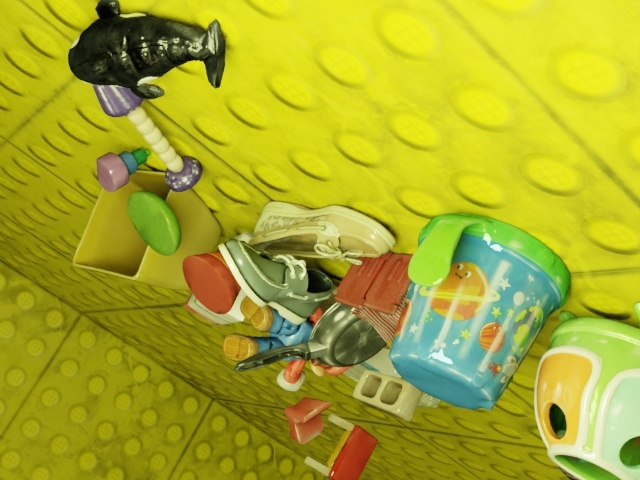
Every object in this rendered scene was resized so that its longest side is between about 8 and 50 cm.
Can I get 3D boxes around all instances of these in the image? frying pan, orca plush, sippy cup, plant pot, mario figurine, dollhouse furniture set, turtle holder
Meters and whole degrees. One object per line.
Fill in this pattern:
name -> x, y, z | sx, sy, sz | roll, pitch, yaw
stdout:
frying pan -> 0.019, 0.169, 1.547 | 0.326, 0.197, 0.053 | 0, -142, -38
orca plush -> -0.260, -0.236, 1.152 | 0.287, 0.102, 0.151 | 18, 136, 27
sippy cup -> 0.216, 0.115, 1.236 | 0.305, 0.224, 0.240 | 34, 158, -15
plant pot -> -0.325, -0.005, 1.682 | 0.212, 0.212, 0.187 | 9, 165, 41
mario figurine -> -0.061, 0.188, 1.677 | 0.198, 0.170, 0.320 | -35, 147, 27
dollhouse furniture set -> 0.090, 0.224, 1.434 | 0.152, 0.374, 0.201 | 9, 153, 50
turtle holder -> 0.457, 0.260, 1.255 | 0.243, 0.227, 0.320 | 2, 146, 47

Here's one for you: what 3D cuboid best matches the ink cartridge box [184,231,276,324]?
ink cartridge box -> -0.182, 0.082, 1.709 | 0.092, 0.159, 0.218 | 32, 163, -11

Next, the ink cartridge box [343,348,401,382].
ink cartridge box -> 0.118, 0.288, 1.955 | 0.104, 0.060, 0.180 | 31, 158, -6

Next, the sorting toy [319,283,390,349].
sorting toy -> 0.005, 0.117, 1.756 | 0.307, 0.041, 0.229 | 23, 159, 22

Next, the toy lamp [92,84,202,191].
toy lamp -> -0.282, -0.185, 1.382 | 0.080, 0.080, 0.275 | 15, 157, 30

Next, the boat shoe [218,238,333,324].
boat shoe -> -0.068, 0.054, 1.422 | 0.116, 0.099, 0.319 | 60, -172, 28

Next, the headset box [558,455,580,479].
headset box -> 0.635, 0.480, 1.684 | 0.218, 0.110, 0.293 | 0, 144, 50

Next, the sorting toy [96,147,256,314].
sorting toy -> -0.242, -0.039, 1.509 | 0.365, 0.126, 0.127 | 46, 145, 11

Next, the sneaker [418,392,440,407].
sneaker -> 0.236, 0.341, 1.936 | 0.082, 0.071, 0.191 | 12, 162, 21

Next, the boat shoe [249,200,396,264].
boat shoe -> 0.000, 0.000, 1.423 | 0.285, 0.089, 0.104 | 7, 150, 43
